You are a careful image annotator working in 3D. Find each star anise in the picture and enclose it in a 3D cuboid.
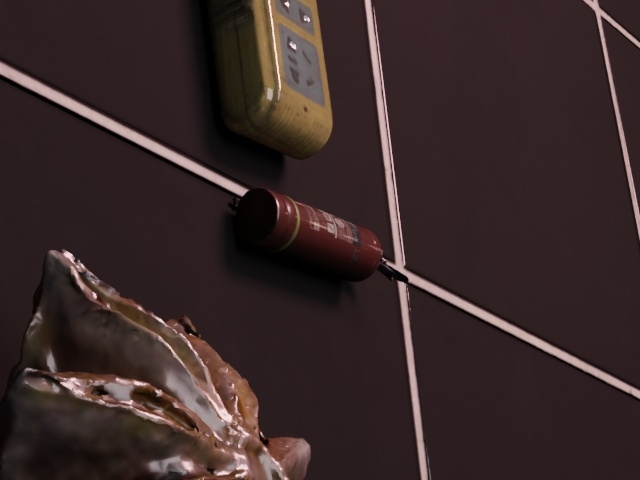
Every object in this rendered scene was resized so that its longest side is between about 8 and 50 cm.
[{"bbox_3d":[-0.069,0.157,0.886,0.331,0.117,0.331,47,20,-23],"label":"star anise"}]

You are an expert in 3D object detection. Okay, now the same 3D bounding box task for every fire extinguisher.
[{"bbox_3d":[0.000,0.000,1.201,0.064,0.043,0.158,36,9,38],"label":"fire extinguisher"}]

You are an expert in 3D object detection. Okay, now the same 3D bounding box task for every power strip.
[{"bbox_3d":[-0.050,-0.248,1.261,0.092,0.066,0.387,23,52,-53],"label":"power strip"}]
